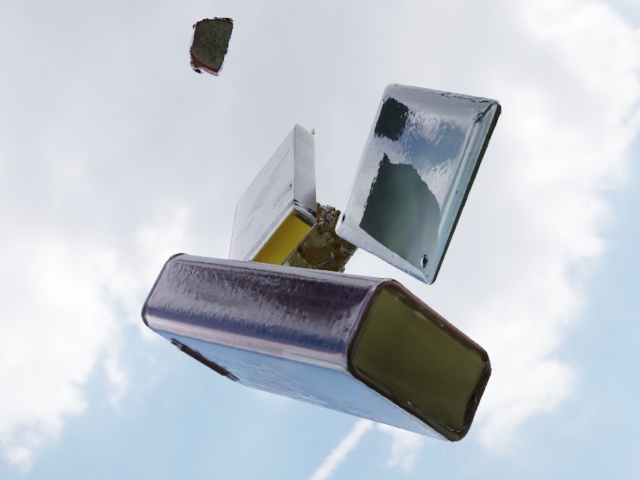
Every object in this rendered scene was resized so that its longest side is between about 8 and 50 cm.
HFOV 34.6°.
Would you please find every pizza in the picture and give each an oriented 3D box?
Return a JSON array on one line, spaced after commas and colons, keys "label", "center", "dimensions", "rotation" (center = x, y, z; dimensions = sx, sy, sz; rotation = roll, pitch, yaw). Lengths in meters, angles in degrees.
[{"label": "pizza", "center": [0.000, 0.000, 1.540], "dimensions": [0.161, 0.182, 0.062], "rotation": [-8, -27, -17]}]

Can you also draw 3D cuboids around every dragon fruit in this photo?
[{"label": "dragon fruit", "center": [-0.153, -0.266, 1.409], "dimensions": [0.056, 0.060, 0.083], "rotation": [12, -93, -8]}]

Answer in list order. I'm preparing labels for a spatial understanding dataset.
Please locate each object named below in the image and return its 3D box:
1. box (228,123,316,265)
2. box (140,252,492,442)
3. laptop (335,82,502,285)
[{"label": "box", "center": [-0.053, -0.038, 1.123], "dimensions": [0.033, 0.247, 0.129], "rotation": [32, -67, -17]}, {"label": "box", "center": [-0.010, 0.064, 0.663], "dimensions": [0.120, 0.224, 0.069], "rotation": [37, -109, -33]}, {"label": "laptop", "center": [0.091, -0.069, 1.075], "dimensions": [0.015, 0.269, 0.188], "rotation": [18, -85, -22]}]
